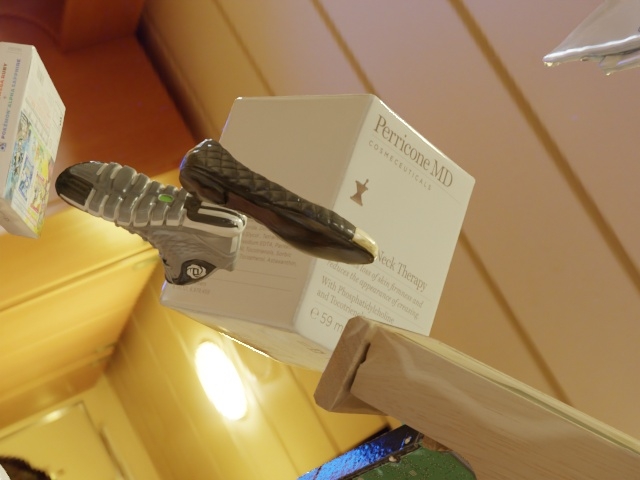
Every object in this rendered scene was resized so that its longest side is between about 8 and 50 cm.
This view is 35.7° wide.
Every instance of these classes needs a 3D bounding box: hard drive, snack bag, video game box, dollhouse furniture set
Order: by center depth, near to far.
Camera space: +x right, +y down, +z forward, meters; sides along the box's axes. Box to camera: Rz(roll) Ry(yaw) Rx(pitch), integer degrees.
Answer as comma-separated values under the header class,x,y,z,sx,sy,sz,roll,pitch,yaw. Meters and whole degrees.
class,x,y,z,sx,sy,sz,roll,pitch,yaw
dollhouse furniture set,0.074,0.289,0.688,0.256,0.362,0.394,26,-89,27
snack bag,0.430,-0.304,1.141,0.037,0.323,0.342,49,-6,-12
video game box,-0.366,-0.115,1.216,0.205,0.048,0.187,107,-12,-76
hard drive,0.137,0.358,1.320,0.237,0.064,0.339,42,-45,-10

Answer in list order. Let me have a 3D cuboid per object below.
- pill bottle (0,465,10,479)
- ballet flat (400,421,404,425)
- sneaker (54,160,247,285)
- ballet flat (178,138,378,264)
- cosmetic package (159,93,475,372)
class,x,y,z,sx,sy,sz,roll,pitch,yaw
pill bottle,-0.381,0.267,0.859,0.229,0.131,0.131,-31,-99,18
ballet flat,0.281,0.354,1.531,0.409,0.147,0.147,52,-29,-5
sneaker,-0.200,-0.006,1.161,0.228,0.086,0.132,15,-48,9
ballet flat,-0.030,-0.031,0.780,0.173,0.049,0.057,27,-30,5
cosmetic package,0.000,0.000,1.683,0.327,0.329,0.394,6,-108,43
